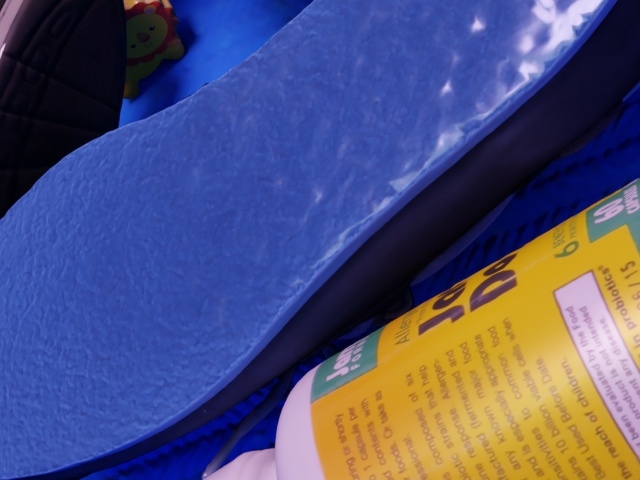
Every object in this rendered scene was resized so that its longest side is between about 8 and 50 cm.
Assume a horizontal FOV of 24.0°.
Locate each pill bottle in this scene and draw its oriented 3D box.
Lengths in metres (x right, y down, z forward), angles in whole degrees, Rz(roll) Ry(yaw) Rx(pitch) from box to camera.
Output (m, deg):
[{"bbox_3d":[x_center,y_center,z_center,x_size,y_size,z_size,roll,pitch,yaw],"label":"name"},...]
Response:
[{"bbox_3d":[0.060,0.072,0.490,0.208,0.117,0.117,-32,57,20],"label":"pill bottle"}]

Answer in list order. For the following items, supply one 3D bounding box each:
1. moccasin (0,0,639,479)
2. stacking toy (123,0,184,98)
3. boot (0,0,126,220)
[{"bbox_3d":[0.000,0.000,0.564,0.342,0.117,0.137,-31,65,22],"label":"moccasin"},{"bbox_3d":[-0.182,-0.094,0.759,0.221,0.052,0.167,-40,54,14],"label":"stacking toy"},{"bbox_3d":[-0.194,-0.030,0.678,0.179,0.085,0.236,22,96,33],"label":"boot"}]
